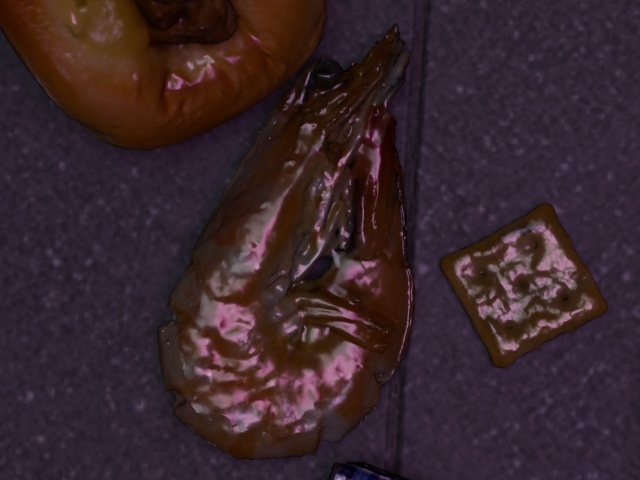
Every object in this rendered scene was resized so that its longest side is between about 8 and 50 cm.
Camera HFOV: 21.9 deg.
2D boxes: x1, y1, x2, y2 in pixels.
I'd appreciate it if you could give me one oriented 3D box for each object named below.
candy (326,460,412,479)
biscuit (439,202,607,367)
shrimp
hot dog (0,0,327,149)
[{"bbox_3d":[0.139,0.228,1.007,0.312,0.061,0.088,22,84,8],"label":"candy"},{"bbox_3d":[0.129,0.029,1.048,0.083,0.018,0.081,-28,83,5],"label":"biscuit"},{"bbox_3d":[0.000,0.000,1.051,0.154,0.062,0.294,21,90,-3],"label":"shrimp"},{"bbox_3d":[-0.154,-0.262,1.011,0.185,0.223,0.405,-27,81,7],"label":"hot dog"}]
